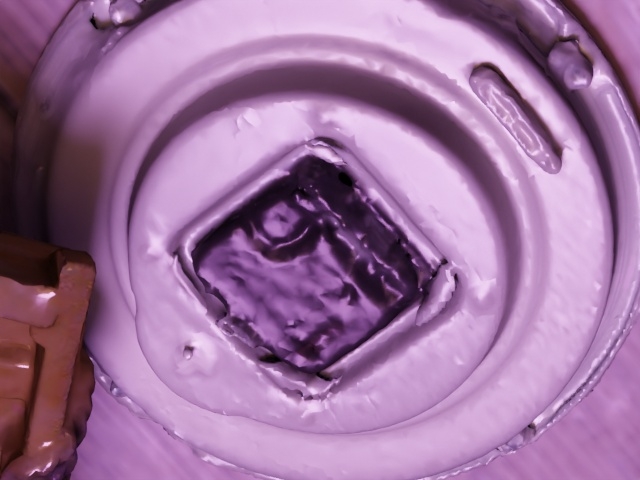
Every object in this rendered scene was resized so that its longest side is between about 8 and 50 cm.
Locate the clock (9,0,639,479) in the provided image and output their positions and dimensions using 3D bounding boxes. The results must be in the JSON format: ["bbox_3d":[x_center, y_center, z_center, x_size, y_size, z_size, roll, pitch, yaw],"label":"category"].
[{"bbox_3d":[0.000,0.000,0.618,0.236,0.053,0.236,3,117,6],"label":"clock"}]

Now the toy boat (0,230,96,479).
[{"bbox_3d":[-0.179,0.165,0.655,0.136,0.162,0.445,11,122,-17],"label":"toy boat"}]
